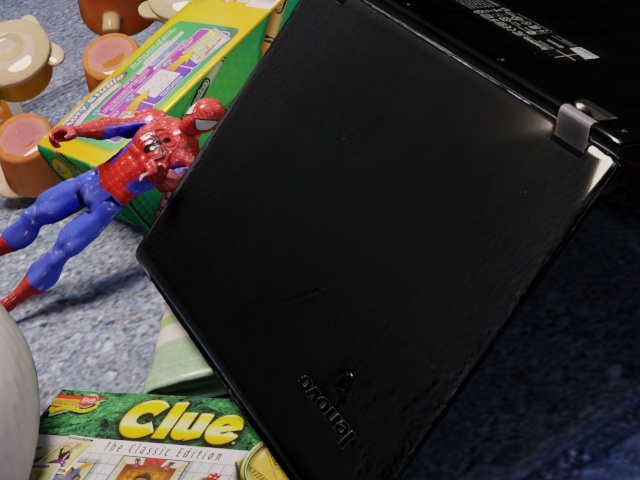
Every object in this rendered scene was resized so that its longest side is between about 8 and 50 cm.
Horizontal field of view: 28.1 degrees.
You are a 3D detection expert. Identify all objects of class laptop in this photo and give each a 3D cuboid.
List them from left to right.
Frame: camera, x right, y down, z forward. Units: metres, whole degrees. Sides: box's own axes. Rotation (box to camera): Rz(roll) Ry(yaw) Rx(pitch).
[{"bbox_3d":[0.121,-0.040,0.894,0.407,0.236,0.382,-10,30,-24],"label":"laptop"}]

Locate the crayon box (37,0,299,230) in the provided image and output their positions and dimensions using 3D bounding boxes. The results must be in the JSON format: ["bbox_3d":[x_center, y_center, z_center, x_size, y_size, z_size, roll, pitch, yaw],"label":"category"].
[{"bbox_3d":[-0.122,-0.144,1.224,0.278,0.081,0.165,-46,32,-15],"label":"crayon box"}]

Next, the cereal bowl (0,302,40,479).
[{"bbox_3d":[-0.368,0.119,0.845,0.338,0.141,0.339,-8,51,11],"label":"cereal bowl"}]

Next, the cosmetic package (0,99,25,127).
[{"bbox_3d":[-0.550,-0.099,1.337,0.161,0.230,0.453,13,44,43],"label":"cosmetic package"}]

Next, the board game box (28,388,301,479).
[{"bbox_3d":[-0.103,0.156,0.842,0.259,0.030,0.136,-2,33,30],"label":"board game box"}]

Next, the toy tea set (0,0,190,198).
[{"bbox_3d":[-0.244,-0.182,1.365,0.200,0.124,0.336,34,71,24],"label":"toy tea set"}]

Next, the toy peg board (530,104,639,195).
[{"bbox_3d":[0.244,-0.089,1.004,0.160,0.079,0.161,-17,26,39],"label":"toy peg board"}]

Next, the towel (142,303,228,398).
[{"bbox_3d":[0.000,0.000,1.030,0.247,0.038,0.325,-14,31,12],"label":"towel"}]

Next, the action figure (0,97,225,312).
[{"bbox_3d":[-0.200,-0.034,1.038,0.280,0.091,0.139,-36,-12,6],"label":"action figure"}]
